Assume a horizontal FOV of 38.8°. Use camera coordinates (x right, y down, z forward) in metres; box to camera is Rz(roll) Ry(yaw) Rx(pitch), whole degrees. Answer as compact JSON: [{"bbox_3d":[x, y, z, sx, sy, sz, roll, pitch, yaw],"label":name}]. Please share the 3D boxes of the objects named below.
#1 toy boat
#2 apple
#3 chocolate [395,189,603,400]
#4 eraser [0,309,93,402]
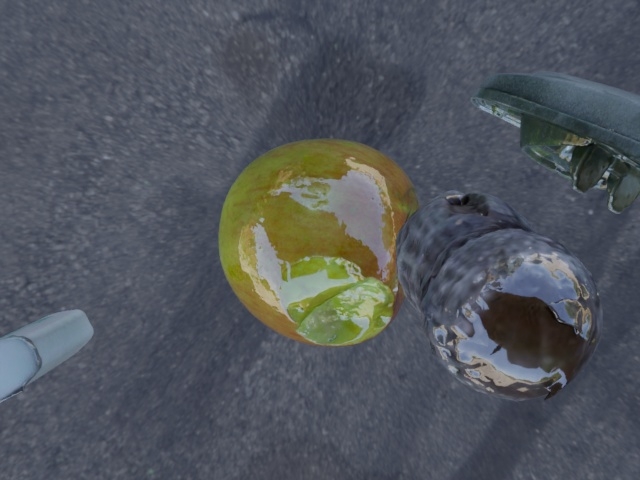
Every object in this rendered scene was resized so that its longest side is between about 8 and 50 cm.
[{"bbox_3d":[0.230,-0.087,0.782,0.141,0.319,0.092,22,99,-32],"label":"toy boat"},{"bbox_3d":[0.000,0.000,1.462,0.340,0.339,0.339,0,92,0],"label":"apple"},{"bbox_3d":[0.109,0.030,0.601,0.110,0.248,0.110,0,104,0],"label":"chocolate"},{"bbox_3d":[-0.550,0.216,1.676,0.189,0.290,0.104,-32,92,6],"label":"eraser"}]
